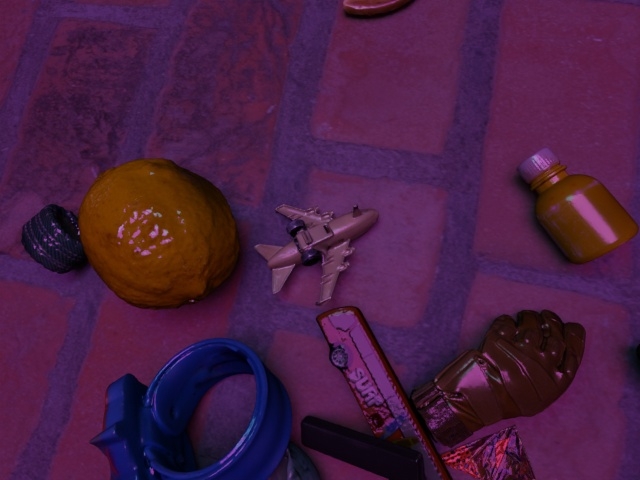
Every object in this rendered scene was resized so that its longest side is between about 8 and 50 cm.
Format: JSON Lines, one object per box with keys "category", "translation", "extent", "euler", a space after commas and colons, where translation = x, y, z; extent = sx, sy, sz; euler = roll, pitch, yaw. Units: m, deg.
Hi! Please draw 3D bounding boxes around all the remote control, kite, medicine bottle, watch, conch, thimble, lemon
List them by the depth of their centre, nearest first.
{"category": "watch", "translation": [-0.183, 0.326, 0.661], "extent": [0.275, 0.241, 0.305], "euler": [-28, 48, -7]}
{"category": "remote control", "translation": [0.063, 0.356, 0.688], "extent": [0.245, 0.025, 0.063], "euler": [-4, 91, 41]}
{"category": "conch", "translation": [-0.078, 0.474, 0.698], "extent": [0.202, 0.134, 0.196], "euler": [-42, 33, 4]}
{"category": "kite", "translation": [0.329, 0.392, 0.727], "extent": [0.223, 0.008, 0.125], "euler": [25, 82, 11]}
{"category": "medicine bottle", "translation": [0.461, -0.072, 0.751], "extent": [0.122, 0.122, 0.212], "euler": [-32, 76, -1]}
{"category": "lemon", "translation": [-0.300, -0.019, 0.761], "extent": [0.268, 0.268, 0.321], "euler": [-36, 77, -2]}
{"category": "thimble", "translation": [-0.553, -0.003, 0.854], "extent": [0.090, 0.118, 0.135], "euler": [-39, 77, -3]}

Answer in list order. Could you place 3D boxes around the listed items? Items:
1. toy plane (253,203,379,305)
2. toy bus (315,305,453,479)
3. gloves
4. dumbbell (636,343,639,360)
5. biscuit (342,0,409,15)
{"category": "toy plane", "translation": [0.000, 0.000, 0.806], "extent": [0.256, 0.104, 0.241], "euler": [-31, 61, 6]}
{"category": "toy bus", "translation": [0.117, 0.304, 0.725], "extent": [0.092, 0.093, 0.408], "euler": [-29, 77, 4]}
{"category": "gloves", "translation": [0.315, 0.229, 0.695], "extent": [0.331, 0.141, 0.154], "euler": [-32, 75, -1]}
{"category": "dumbbell", "translation": [0.606, 0.326, 0.624], "extent": [0.179, 0.179, 0.405], "euler": [3, 79, 7]}
{"category": "biscuit", "translation": [0.168, -0.660, 0.949], "extent": [0.205, 0.040, 0.308], "euler": [9, 80, 9]}
